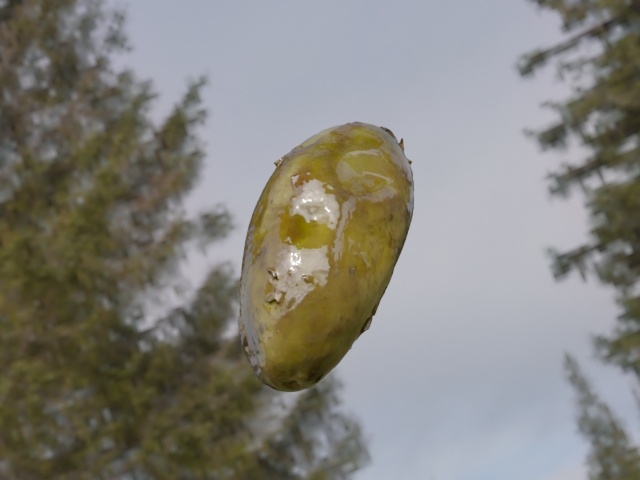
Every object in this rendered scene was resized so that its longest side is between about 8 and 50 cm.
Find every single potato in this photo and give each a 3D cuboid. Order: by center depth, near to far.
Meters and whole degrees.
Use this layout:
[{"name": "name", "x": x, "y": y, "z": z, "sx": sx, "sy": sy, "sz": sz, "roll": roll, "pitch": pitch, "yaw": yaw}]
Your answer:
[{"name": "potato", "x": 0.000, "y": 0.000, "z": 0.477, "sx": 0.045, "sy": 0.046, "sz": 0.092, "roll": -35, "pitch": 23, "yaw": 52}]
